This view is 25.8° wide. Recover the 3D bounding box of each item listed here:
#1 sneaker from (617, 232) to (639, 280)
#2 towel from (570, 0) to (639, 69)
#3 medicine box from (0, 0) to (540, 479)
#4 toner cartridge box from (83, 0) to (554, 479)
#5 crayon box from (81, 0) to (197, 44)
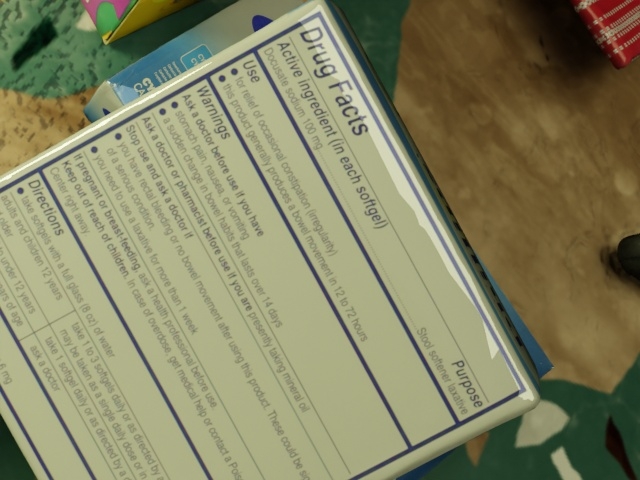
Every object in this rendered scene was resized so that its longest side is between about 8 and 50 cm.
[{"bbox_3d":[0.336,0.074,1.115,0.228,0.086,0.132,15,75,-19],"label":"sneaker"},{"bbox_3d":[0.213,-0.282,1.138,0.199,0.031,0.275,-32,91,-49],"label":"towel"},{"bbox_3d":[-0.053,0.038,0.862,0.289,0.149,0.263,-28,92,5],"label":"medicine box"},{"bbox_3d":[0.000,0.000,1.002,0.165,0.075,0.348,-36,92,-26],"label":"toner cartridge box"},{"bbox_3d":[0.009,-0.286,0.915,0.313,0.363,0.106,-32,92,-25],"label":"crayon box"}]
